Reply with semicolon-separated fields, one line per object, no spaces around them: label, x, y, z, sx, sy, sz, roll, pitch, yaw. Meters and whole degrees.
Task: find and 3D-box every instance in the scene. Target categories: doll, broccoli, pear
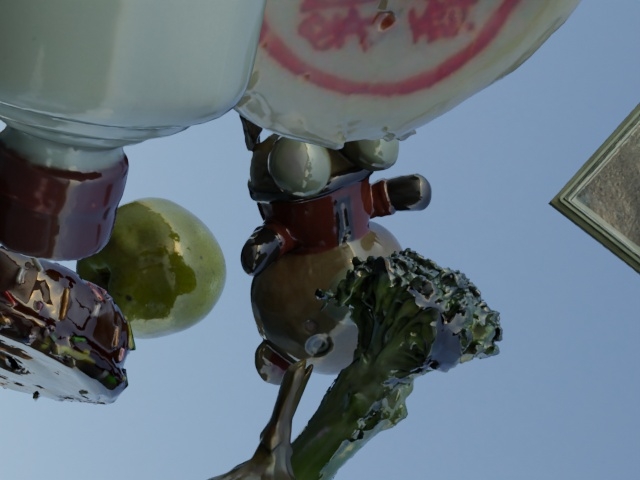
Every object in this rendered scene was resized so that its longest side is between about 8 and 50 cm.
doll;0.000;0.000;1.480;0.174;0.235;0.330;26;-49;49
broccoli;0.051;0.149;1.351;0.304;0.145;0.165;-54;-127;16
pear;-0.219;0.035;1.717;0.198;0.198;0.198;-22;-117;53

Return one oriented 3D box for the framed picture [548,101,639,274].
framed picture;0.295;-0.020;1.047;0.183;0.142;0.011;40;-24;12

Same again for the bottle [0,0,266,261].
bottle;-0.058;-0.111;0.360;0.104;0.104;0.245;45;-53;52

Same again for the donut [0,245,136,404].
donut;-0.279;0.075;1.243;0.216;0.230;0.096;-1;-121;38

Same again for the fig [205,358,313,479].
fig;-0.056;0.297;1.278;0.286;0.286;0.369;-1;-116;57

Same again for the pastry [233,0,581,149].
pastry;0.022;-0.171;0.618;0.133;0.265;0.265;51;-57;48
